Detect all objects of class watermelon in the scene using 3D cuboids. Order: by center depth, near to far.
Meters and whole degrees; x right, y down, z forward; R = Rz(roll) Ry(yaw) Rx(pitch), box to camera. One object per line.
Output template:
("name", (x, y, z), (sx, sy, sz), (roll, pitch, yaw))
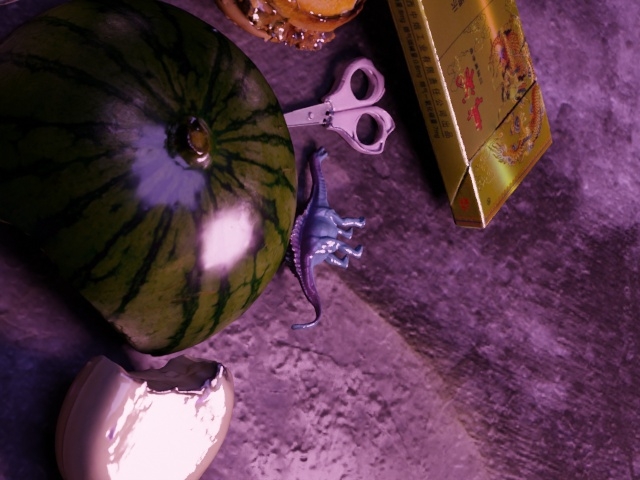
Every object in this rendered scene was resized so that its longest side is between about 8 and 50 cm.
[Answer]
("watermelon", (-0.131, -0.067, 1.679), (0.330, 0.189, 0.331), (1, 88, -40))

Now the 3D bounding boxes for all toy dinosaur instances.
("toy dinosaur", (0.000, 0.000, 1.860), (0.080, 0.045, 0.197), (17, 65, -23))

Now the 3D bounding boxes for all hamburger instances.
("hamburger", (-0.032, -0.273, 1.829), (0.182, 0.118, 0.191), (-29, 99, -38))

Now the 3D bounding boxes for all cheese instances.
("cheese", (-0.173, 0.205, 1.662), (0.163, 0.070, 0.249), (26, 86, -45))

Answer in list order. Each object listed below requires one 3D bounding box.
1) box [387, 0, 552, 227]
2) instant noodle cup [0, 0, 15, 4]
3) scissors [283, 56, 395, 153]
("box", (0.152, -0.187, 1.948), (0.173, 0.043, 0.311), (-48, 130, -42))
("instant noodle cup", (-0.265, -0.296, 1.596), (0.213, 0.213, 0.174), (-32, 112, -38))
("scissors", (-0.003, -0.126, 1.896), (0.189, 0.015, 0.100), (-13, 94, -39))
